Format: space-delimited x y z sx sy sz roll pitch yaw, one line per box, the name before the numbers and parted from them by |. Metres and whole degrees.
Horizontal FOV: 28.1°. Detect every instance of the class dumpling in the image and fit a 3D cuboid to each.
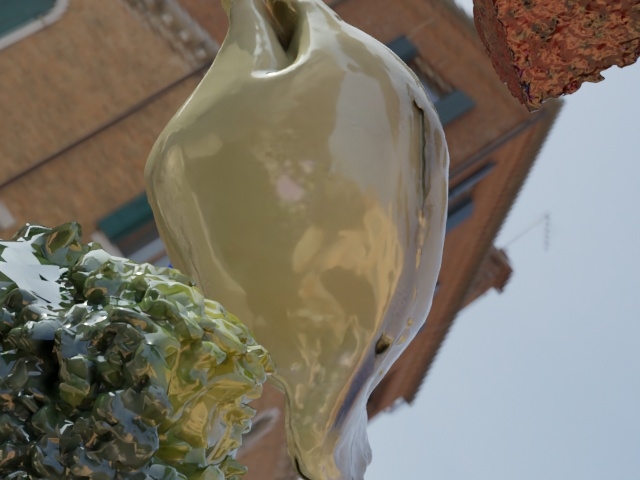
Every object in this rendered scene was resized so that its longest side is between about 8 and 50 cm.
dumpling | 0.000 0.000 0.985 0.315 0.233 0.395 53 22 -66

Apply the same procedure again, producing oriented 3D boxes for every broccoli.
broccoli | -0.134 0.169 0.607 0.293 0.348 0.281 -17 -33 25

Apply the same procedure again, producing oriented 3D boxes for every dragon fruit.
dragon fruit | 0.322 -0.399 1.779 0.329 0.286 0.228 57 12 -31

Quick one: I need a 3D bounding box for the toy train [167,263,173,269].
toy train | -0.065 0.063 1.376 0.204 0.131 0.082 41 -22 -20
